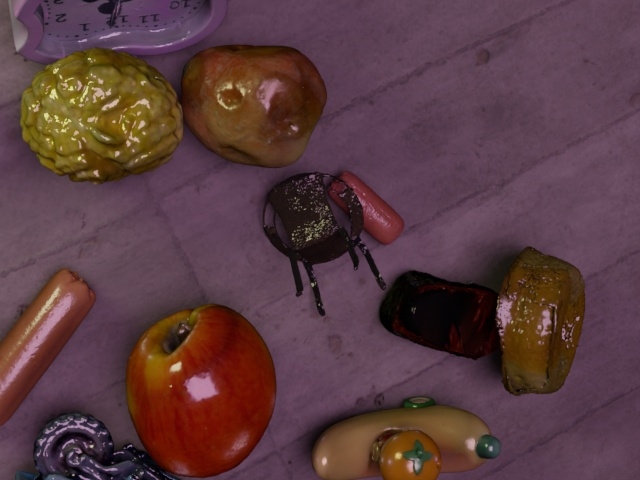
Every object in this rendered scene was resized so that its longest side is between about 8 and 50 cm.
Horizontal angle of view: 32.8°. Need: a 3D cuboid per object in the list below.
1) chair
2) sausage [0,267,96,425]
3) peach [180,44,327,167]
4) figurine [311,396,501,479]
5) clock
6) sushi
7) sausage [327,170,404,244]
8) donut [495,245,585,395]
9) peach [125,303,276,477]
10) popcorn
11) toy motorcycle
[{"bbox_3d":[0.000,0.000,1.851,0.174,0.149,0.213,-24,71,12],"label":"chair"},{"bbox_3d":[-0.469,0.176,1.749,0.086,0.086,0.289,38,83,-17],"label":"sausage"},{"bbox_3d":[-0.113,-0.226,1.755,0.236,0.214,0.214,16,91,-11],"label":"peach"},{"bbox_3d":[0.145,0.367,1.888,0.325,0.222,0.124,-5,100,-17],"label":"figurine"},{"bbox_3d":[-0.307,-0.380,1.645,0.339,0.338,0.102,-11,72,-16],"label":"clock"},{"bbox_3d":[0.222,0.133,1.943,0.225,0.126,0.136,10,92,-24],"label":"sushi"},{"bbox_3d":[0.079,-0.058,1.905,0.154,0.062,0.062,41,83,-16],"label":"sausage"},{"bbox_3d":[0.404,0.152,1.938,0.272,0.107,0.271,-23,117,-55],"label":"donut"},{"bbox_3d":[-0.187,0.245,1.768,0.281,0.238,0.280,12,76,-59],"label":"peach"},{"bbox_3d":[-0.330,-0.193,1.699,0.237,0.251,0.205,-17,92,19],"label":"popcorn"},{"bbox_3d":[-0.318,0.465,1.782,0.416,0.172,0.232,39,87,-20],"label":"toy motorcycle"}]
